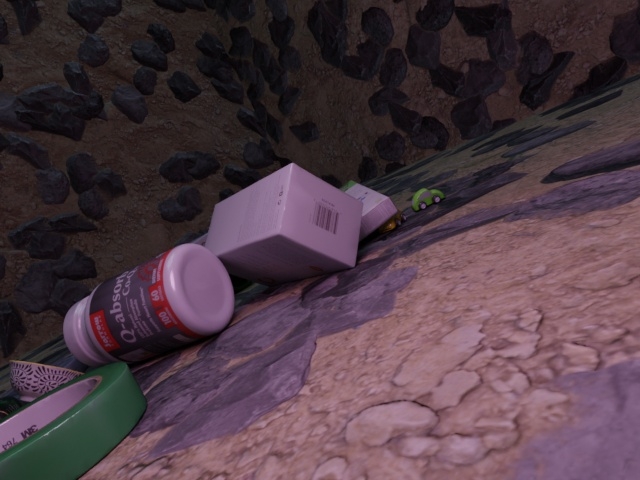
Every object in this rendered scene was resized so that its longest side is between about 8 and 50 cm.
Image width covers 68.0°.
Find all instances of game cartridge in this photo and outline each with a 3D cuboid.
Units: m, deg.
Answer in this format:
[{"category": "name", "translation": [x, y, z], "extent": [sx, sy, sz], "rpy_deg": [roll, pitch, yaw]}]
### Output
[{"category": "game cartridge", "translation": [-0.753, 0.393, 1.281], "extent": [0.196, 0.060, 0.294], "rpy_deg": [-30, 8, -3]}]

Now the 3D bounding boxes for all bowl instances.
[{"category": "bowl", "translation": [-0.636, 0.333, 1.092], "extent": [0.170, 0.080, 0.170], "rpy_deg": [8, -23, 3]}]

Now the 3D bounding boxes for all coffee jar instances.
[{"category": "coffee jar", "translation": [-0.670, 0.383, 0.970], "extent": [0.096, 0.079, 0.184], "rpy_deg": [-29, 9, -26]}]

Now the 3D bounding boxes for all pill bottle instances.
[{"category": "pill bottle", "translation": [-0.398, 0.162, 1.093], "extent": [0.362, 0.210, 0.210], "rpy_deg": [-23, 8, 22]}]

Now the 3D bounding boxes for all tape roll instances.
[{"category": "tape roll", "translation": [-0.431, 0.307, 0.722], "extent": [0.321, 0.077, 0.321], "rpy_deg": [-25, 7, 3]}]

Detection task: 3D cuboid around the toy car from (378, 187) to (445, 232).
[{"category": "toy car", "translation": [0.242, -0.097, 1.351], "extent": [0.225, 0.053, 0.239], "rpy_deg": [-26, 8, 1]}]

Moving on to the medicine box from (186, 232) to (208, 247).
[{"category": "medicine box", "translation": [-0.568, 0.102, 2.016], "extent": [0.263, 0.149, 0.289], "rpy_deg": [-25, 11, 24]}]

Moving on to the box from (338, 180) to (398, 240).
[{"category": "box", "translation": [0.056, -0.063, 1.341], "extent": [0.232, 0.058, 0.322], "rpy_deg": [-36, 22, -2]}]

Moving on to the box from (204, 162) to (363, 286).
[{"category": "box", "translation": [-0.099, -0.017, 1.134], "extent": [0.215, 0.168, 0.345], "rpy_deg": [25, -27, -34]}]

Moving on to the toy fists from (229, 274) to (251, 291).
[{"category": "toy fists", "translation": [-0.336, 0.148, 1.434], "extent": [0.279, 0.096, 0.142], "rpy_deg": [-30, 19, -39]}]
